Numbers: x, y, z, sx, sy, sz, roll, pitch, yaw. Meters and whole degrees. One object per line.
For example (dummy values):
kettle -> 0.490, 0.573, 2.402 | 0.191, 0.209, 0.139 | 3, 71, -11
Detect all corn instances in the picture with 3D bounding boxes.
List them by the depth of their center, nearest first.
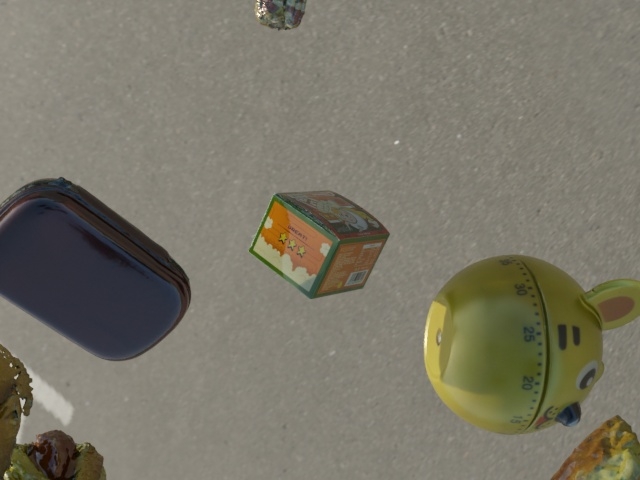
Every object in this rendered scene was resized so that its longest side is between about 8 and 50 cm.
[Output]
corn -> -0.040, -0.424, 1.411 | 0.079, 0.079, 0.237 | 13, 89, 30

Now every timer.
timer -> 0.402, 0.198, 1.838 | 0.386, 0.376, 0.376 | 3, 119, -12

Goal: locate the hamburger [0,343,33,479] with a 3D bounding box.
hamburger -> -0.363, 0.145, 0.753 | 0.244, 0.244, 0.163 | 54, 133, 4

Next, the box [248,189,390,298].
box -> 0.000, 0.000, 1.911 | 0.177, 0.195, 0.148 | 37, 113, 27

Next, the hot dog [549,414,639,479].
hot dog -> 0.135, 0.217, 0.485 | 0.093, 0.123, 0.262 | 29, 130, 33

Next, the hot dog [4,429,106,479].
hot dog -> -0.271, 0.300, 0.979 | 0.103, 0.146, 0.213 | -16, 75, 36

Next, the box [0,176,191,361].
box -> -0.433, 0.060, 1.791 | 0.263, 0.108, 0.404 | -41, 120, 14
